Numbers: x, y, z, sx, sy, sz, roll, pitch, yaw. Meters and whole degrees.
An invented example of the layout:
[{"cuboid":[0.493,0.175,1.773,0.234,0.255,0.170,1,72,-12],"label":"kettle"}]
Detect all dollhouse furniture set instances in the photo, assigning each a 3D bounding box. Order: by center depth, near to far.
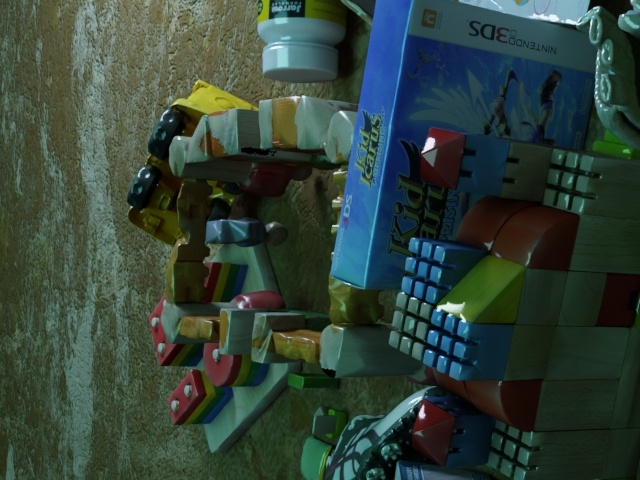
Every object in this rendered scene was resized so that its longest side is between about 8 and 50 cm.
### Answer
[{"cuboid":[-0.013,0.249,1.429,0.076,0.058,0.152,11,95,57],"label":"dollhouse furniture set"}]

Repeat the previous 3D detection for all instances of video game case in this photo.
[{"cuboid":[0.144,-0.083,1.059,0.061,0.244,0.270,20,104,55],"label":"video game case"}]

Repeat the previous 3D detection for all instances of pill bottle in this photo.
[{"cuboid":[-0.023,-0.318,1.457,0.119,0.119,0.209,-4,83,56],"label":"pill bottle"}]

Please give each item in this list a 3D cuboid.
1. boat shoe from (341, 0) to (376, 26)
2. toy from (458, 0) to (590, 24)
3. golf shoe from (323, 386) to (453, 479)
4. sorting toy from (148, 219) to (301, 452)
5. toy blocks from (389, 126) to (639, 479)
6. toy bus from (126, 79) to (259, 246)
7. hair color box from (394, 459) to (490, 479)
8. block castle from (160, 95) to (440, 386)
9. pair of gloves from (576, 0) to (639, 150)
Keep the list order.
[{"cuboid":[0.083,-0.290,1.340,0.207,0.073,0.073,51,126,37],"label":"boat shoe"},{"cuboid":[0.228,-0.291,1.127,0.237,0.056,0.137,30,111,60],"label":"toy"},{"cuboid":[0.068,0.236,1.272,0.273,0.105,0.120,-57,35,36],"label":"golf shoe"},{"cuboid":[-0.156,0.141,1.631,0.255,0.089,0.257,-51,46,41],"label":"sorting toy"},{"cuboid":[0.182,0.061,0.971,0.190,0.261,0.381,23,106,55],"label":"toy blocks"},{"cuboid":[-0.177,-0.125,1.645,0.211,0.149,0.220,-79,15,-60],"label":"toy bus"},{"cuboid":[0.107,0.418,1.119,0.174,0.105,0.347,-69,-15,-85],"label":"hair color box"},{"cuboid":[0.000,0.000,1.305,0.453,0.212,0.303,1,89,57],"label":"block castle"},{"cuboid":[0.267,-0.185,0.926,0.042,0.204,0.240,-10,74,39],"label":"pair of gloves"}]
